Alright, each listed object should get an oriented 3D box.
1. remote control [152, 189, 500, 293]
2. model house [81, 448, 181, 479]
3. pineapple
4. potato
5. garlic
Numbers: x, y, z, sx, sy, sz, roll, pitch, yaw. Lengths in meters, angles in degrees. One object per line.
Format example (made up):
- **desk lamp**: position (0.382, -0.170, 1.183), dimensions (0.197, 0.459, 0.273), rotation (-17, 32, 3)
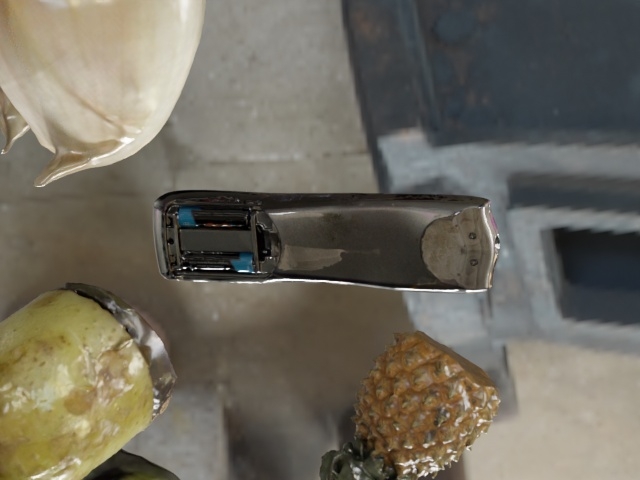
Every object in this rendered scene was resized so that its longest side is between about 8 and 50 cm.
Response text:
- **remote control**: position (0.000, 0.000, 1.036), dimensions (0.212, 0.028, 0.059), rotation (1, 102, 21)
- **model house**: position (-0.213, 0.201, 0.947), dimensions (0.234, 0.193, 0.175), rotation (-24, 129, -41)
- **pineapple**: position (0.034, 0.209, 1.487), dimensions (0.119, 0.130, 0.277), rotation (35, 97, -17)
- **potato**: position (-0.138, 0.077, 0.883), dimensions (0.096, 0.103, 0.066), rotation (31, 143, 12)
- **garlic**: position (-0.224, -0.212, 1.303), dimensions (0.286, 0.249, 0.313), rotation (-21, 113, 31)
